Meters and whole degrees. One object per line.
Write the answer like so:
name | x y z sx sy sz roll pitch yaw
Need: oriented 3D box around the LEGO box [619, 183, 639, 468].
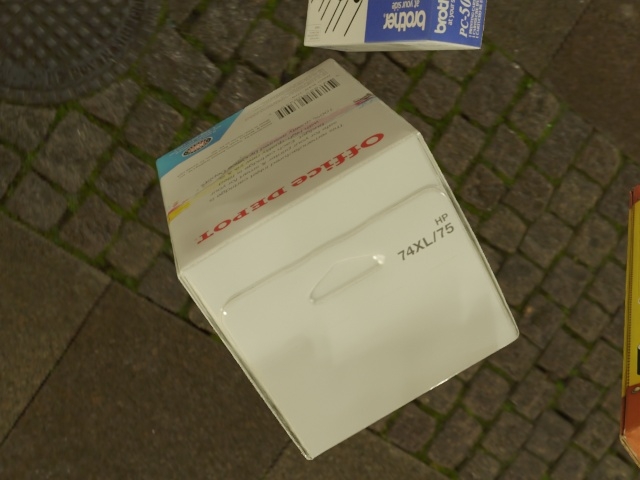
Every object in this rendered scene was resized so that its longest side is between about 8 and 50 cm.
LEGO box | 0.488 0.033 0.871 0.372 0.500 0.193 -31 103 29

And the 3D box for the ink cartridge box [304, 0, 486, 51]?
ink cartridge box | 0.052 -0.194 0.730 0.046 0.207 0.097 2 98 -26

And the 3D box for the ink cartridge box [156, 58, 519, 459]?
ink cartridge box | 0.000 0.000 0.818 0.198 0.270 0.197 -30 115 0
